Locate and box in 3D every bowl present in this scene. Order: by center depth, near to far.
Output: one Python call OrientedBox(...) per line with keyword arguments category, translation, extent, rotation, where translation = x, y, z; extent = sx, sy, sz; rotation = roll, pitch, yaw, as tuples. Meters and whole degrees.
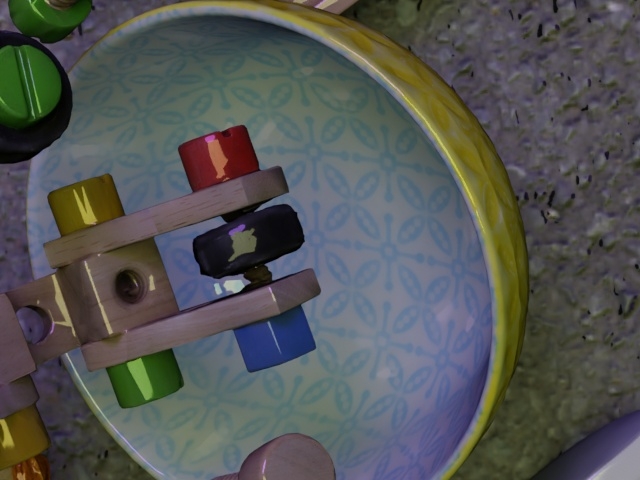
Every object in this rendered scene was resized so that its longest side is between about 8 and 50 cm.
OrientedBox(category="bowl", translation=(0.000, 0.000, 0.890), extent=(0.290, 0.156, 0.289), rotation=(11, 112, 30))

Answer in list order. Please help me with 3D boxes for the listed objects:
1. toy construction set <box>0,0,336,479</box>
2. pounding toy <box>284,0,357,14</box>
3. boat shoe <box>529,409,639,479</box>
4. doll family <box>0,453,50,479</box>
OrientedBox(category="toy construction set", translation=(-0.130, 0.075, 0.806), extent=(0.309, 0.237, 0.257), rotation=(46, 56, -13))
OrientedBox(category="pounding toy", translation=(-0.065, -0.206, 0.934), extent=(0.181, 0.094, 0.206), rotation=(-36, 102, 1))
OrientedBox(category="boat shoe", translation=(0.120, 0.205, 0.938), extent=(0.084, 0.095, 0.258), rotation=(45, 99, -2))
OrientedBox(category="doll family", translation=(-0.244, 0.160, 0.937), extent=(0.263, 0.118, 0.163), rotation=(25, 94, 19))
